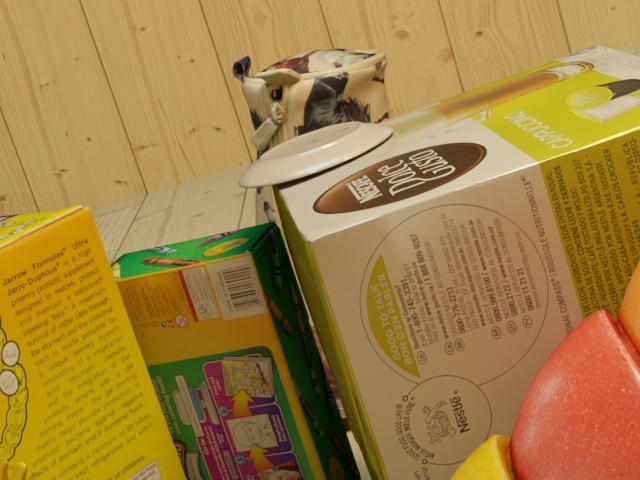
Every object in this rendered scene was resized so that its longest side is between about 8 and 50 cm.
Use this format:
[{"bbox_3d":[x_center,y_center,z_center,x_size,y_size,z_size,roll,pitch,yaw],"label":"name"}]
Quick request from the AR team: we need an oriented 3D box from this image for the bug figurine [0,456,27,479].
[{"bbox_3d":[-0.224,0.312,0.985,0.216,0.279,0.072,9,-15,27],"label":"bug figurine"}]

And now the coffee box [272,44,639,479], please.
[{"bbox_3d":[0.170,0.063,1.098,0.334,0.338,0.337,-19,14,-2],"label":"coffee box"}]

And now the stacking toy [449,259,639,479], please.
[{"bbox_3d":[0.182,0.193,0.814,0.480,0.351,0.350,-36,11,13],"label":"stacking toy"}]

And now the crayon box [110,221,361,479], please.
[{"bbox_3d":[-0.084,0.137,1.245,0.165,0.278,0.081,-11,16,22],"label":"crayon box"}]

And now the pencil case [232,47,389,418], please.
[{"bbox_3d":[0.000,0.000,1.450,0.160,0.410,0.183,6,14,42],"label":"pencil case"}]

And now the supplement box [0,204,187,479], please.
[{"bbox_3d":[-0.277,0.170,1.197,0.194,0.357,0.195,-4,19,43],"label":"supplement box"}]

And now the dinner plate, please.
[{"bbox_3d":[-0.006,-0.078,1.143,0.141,0.017,0.141,-18,14,5],"label":"dinner plate"}]
